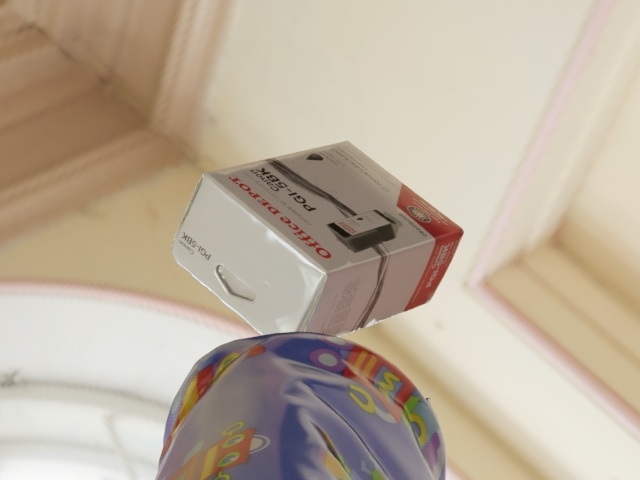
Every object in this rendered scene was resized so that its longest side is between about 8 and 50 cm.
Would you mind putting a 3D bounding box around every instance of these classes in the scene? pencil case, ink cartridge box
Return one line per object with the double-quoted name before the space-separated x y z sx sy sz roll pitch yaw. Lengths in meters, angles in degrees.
"pencil case" -0.009 0.135 0.592 0.119 0.133 0.306 -36 12 11
"ink cartridge box" 0.000 0.000 0.921 0.135 0.099 0.056 -17 -41 -52
